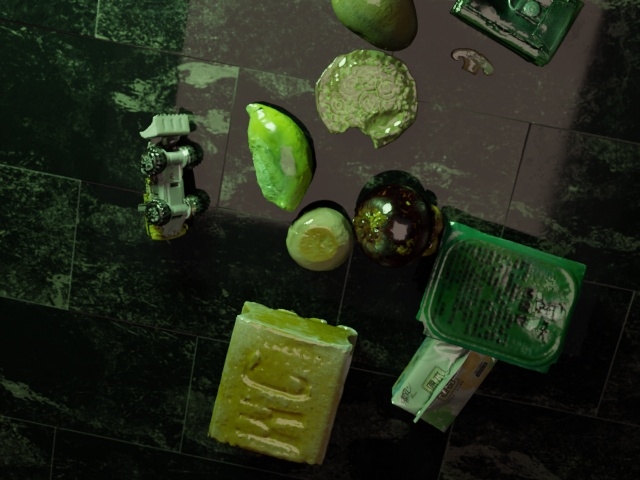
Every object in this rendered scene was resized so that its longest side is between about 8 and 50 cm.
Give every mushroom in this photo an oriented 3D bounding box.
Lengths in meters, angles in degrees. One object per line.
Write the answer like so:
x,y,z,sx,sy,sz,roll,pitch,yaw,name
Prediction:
0.334,-0.391,1.653,0.101,0.019,0.049,24,106,-1,mushroom

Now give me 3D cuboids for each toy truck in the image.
-0.354,-0.143,1.719,0.111,0.136,0.286,6,102,35,toy truck

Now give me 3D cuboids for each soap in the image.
-0.090,0.344,1.815,0.293,0.156,0.335,17,104,4,soap

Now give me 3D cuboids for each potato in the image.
0.113,-0.492,1.562,0.160,0.178,0.235,-24,130,30,potato

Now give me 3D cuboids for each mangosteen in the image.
0.185,-0.031,1.693,0.217,0.192,0.192,4,109,-37,mangosteen

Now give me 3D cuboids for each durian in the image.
-0.090,-0.188,1.697,0.139,0.101,0.250,-9,104,7,durian

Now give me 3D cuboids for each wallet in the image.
0.419,-0.495,1.604,0.236,0.055,0.160,30,98,-3,wallet

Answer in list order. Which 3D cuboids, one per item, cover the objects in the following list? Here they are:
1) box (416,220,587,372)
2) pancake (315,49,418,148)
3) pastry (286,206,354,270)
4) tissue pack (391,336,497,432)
0.400,0.128,1.723,0.336,0.106,0.264,19,91,-4,box
0.105,-0.317,1.685,0.235,0.029,0.212,25,105,-2,pancake
0.000,0.000,1.748,0.156,0.092,0.156,2,113,4,pastry
0.293,0.325,1.780,0.159,0.145,0.229,31,105,-5,tissue pack
